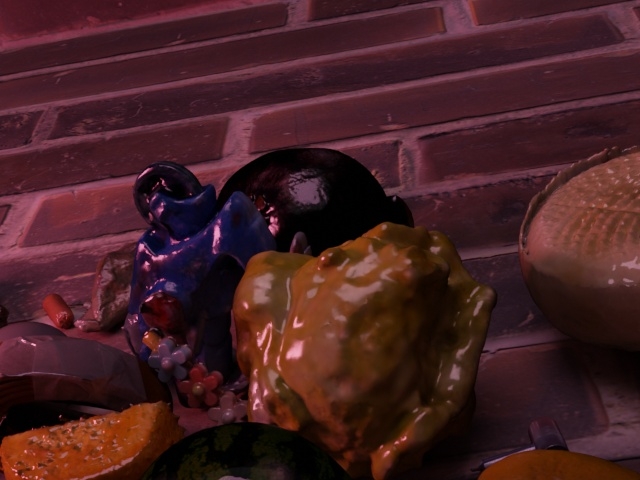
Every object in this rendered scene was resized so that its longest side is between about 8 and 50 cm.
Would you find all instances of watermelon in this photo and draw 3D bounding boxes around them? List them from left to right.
[{"bbox_3d":[-0.071,0.307,1.226,0.269,0.269,0.269,-9,27,5],"label":"watermelon"}]

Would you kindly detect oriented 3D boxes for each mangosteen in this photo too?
[{"bbox_3d":[0.000,0.000,1.816,0.275,0.275,0.302,16,2,42],"label":"mangosteen"}]

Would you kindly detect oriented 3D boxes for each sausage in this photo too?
[{"bbox_3d":[-0.407,0.109,1.961,0.034,0.034,0.083,-23,30,-20],"label":"sausage"}]

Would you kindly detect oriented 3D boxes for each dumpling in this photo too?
[{"bbox_3d":[-0.260,0.037,1.992,0.332,0.086,0.166,-23,31,-28],"label":"dumpling"}]

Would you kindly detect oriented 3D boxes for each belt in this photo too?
[{"bbox_3d":[-0.307,0.210,1.545,0.261,0.184,0.105,18,26,-14],"label":"belt"}]

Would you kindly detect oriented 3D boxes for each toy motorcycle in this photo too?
[{"bbox_3d":[-0.134,0.052,1.654,0.241,0.319,0.182,1,32,-12],"label":"toy motorcycle"}]

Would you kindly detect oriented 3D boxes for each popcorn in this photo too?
[{"bbox_3d":[0.056,0.129,1.487,0.312,0.312,0.312,-9,27,5],"label":"popcorn"}]

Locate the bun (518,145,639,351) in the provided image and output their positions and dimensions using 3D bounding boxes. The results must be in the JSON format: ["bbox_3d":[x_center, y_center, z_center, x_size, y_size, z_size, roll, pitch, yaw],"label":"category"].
[{"bbox_3d":[0.438,0.024,1.605,0.364,0.202,0.364,-16,27,8],"label":"bun"}]

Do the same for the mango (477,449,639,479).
[{"bbox_3d":[0.255,0.278,1.312,0.195,0.098,0.137,3,27,12],"label":"mango"}]

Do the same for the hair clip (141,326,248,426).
[{"bbox_3d":[-0.139,0.188,1.565,0.062,0.214,0.056,-49,8,17],"label":"hair clip"}]

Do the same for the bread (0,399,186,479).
[{"bbox_3d":[-0.262,0.279,1.461,0.229,0.143,0.139,-14,26,1],"label":"bread"}]

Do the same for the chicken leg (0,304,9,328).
[{"bbox_3d":[-0.561,0.099,2.011,0.196,0.080,0.125,11,44,24],"label":"chicken leg"}]

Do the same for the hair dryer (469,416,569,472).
[{"bbox_3d":[0.225,0.245,1.455,0.114,0.037,0.063,-19,25,3],"label":"hair dryer"}]

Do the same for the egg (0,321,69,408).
[{"bbox_3d":[-0.406,0.192,1.680,0.146,0.146,0.199,8,42,33],"label":"egg"}]
